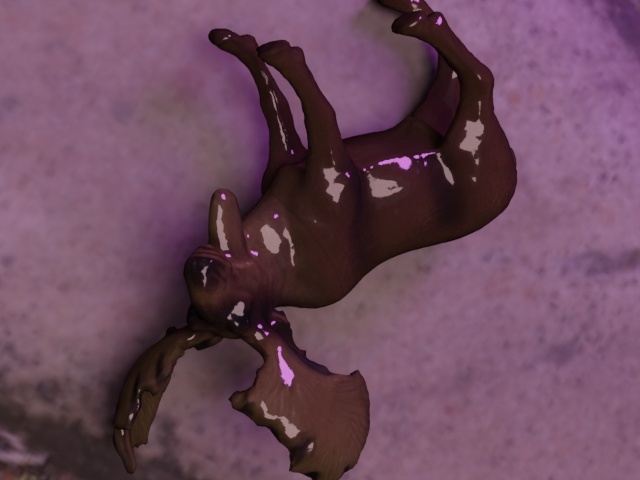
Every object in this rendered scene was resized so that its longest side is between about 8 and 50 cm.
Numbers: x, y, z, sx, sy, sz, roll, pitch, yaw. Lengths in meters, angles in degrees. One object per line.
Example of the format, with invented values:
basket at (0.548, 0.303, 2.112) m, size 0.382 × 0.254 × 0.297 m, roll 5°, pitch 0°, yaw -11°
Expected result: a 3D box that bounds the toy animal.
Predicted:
toy animal at (0.000, 0.000, 0.747) m, size 0.214 × 0.093 × 0.186 m, roll -18°, pitch 111°, yaw -26°
